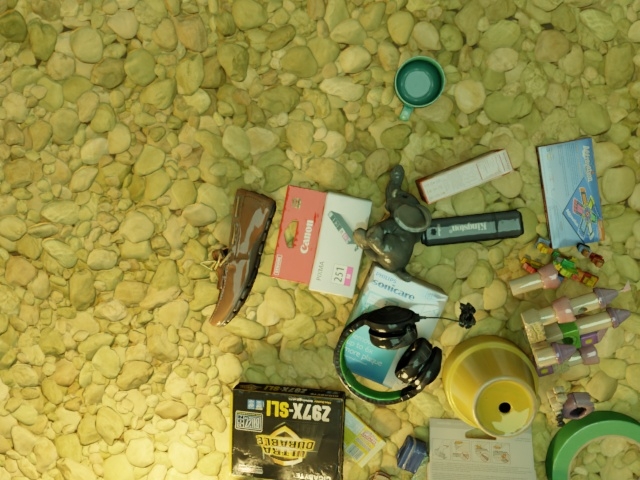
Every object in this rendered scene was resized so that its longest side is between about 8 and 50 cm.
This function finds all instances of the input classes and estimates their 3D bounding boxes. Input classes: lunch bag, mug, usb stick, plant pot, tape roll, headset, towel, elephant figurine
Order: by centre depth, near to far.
[{"bbox_3d":[0.214,0.271,1.708,0.394,0.185,0.243,-34,96,16],"label":"headset"},{"bbox_3d":[0.213,-0.050,1.788,0.239,0.169,0.186,-46,120,-13],"label":"elephant figurine"},{"bbox_3d":[0.245,-0.404,1.793,0.157,0.097,0.129,-34,95,7],"label":"mug"},{"bbox_3d":[0.463,0.402,1.811,0.253,0.239,0.254,0,98,3],"label":"plant pot"},{"bbox_3d":[0.410,-0.033,1.856,0.277,0.045,0.077,-6,95,4],"label":"usb stick"},{"bbox_3d":[0.799,0.640,1.905,0.321,0.077,0.321,0,96,3],"label":"tape roll"},{"bbox_3d":[0.252,0.605,1.931,0.065,0.067,0.098,25,99,0],"label":"lunch bag"},{"bbox_3d":[0.341,0.678,1.956,0.148,0.027,0.110,22,98,0],"label":"towel"}]

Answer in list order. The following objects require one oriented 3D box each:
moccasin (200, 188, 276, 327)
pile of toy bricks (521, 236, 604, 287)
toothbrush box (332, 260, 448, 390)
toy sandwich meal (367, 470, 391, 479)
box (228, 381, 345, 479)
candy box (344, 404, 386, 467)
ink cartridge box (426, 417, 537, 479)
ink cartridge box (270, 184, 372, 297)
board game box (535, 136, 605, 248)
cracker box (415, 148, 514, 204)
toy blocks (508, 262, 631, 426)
[{"bbox_3d":[-0.238,0.048,1.851,0.147,0.139,0.380,17,97,2],"label":"moccasin"},{"bbox_3d":[0.654,0.071,1.811,0.212,0.105,0.118,19,119,-3],"label":"pile of toy bricks"},{"bbox_3d":[0.187,0.231,1.860,0.216,0.126,0.296,24,96,-1],"label":"toothbrush box"},{"bbox_3d":[0.171,0.706,1.966,0.085,0.029,0.086,0,97,3],"label":"toy sandwich meal"},{"bbox_3d":[-0.092,0.543,1.919,0.321,0.079,0.257,4,96,9],"label":"box"},{"bbox_3d":[0.078,0.544,1.952,0.206,0.027,0.105,43,96,-2],"label":"candy box"},{"bbox_3d":[0.444,0.638,1.898,0.296,0.066,0.261,3,58,4],"label":"ink cartridge box"},{"bbox_3d":[0.000,0.000,1.875,0.238,0.060,0.275,11,97,0],"label":"ink cartridge box"},{"bbox_3d":[0.674,-0.126,1.841,0.145,0.027,0.281,-9,96,6],"label":"board game box"},{"bbox_3d":[0.371,-0.169,1.786,0.232,0.156,0.067,-21,95,4],"label":"cracker box"},{"bbox_3d":[0.654,0.240,1.707,0.260,0.309,0.289,-18,133,11],"label":"toy blocks"}]
